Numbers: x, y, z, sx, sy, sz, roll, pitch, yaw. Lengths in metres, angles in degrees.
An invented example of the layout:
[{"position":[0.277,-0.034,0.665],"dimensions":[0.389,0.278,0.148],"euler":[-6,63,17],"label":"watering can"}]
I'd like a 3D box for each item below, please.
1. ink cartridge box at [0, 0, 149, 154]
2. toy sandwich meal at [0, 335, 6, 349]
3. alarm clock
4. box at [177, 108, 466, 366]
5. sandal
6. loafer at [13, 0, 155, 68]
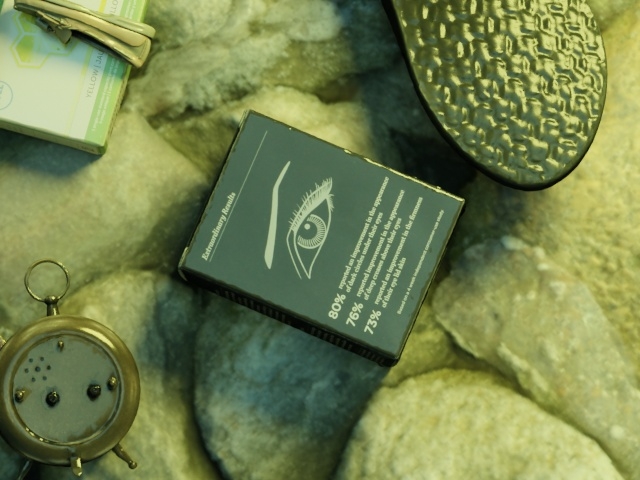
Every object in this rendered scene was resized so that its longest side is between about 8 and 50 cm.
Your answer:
[{"position":[-0.280,-0.188,1.718],"dimensions":[0.235,0.056,0.171],"euler":[15,83,-1],"label":"ink cartridge box"},{"position":[-0.309,0.112,1.687],"dimensions":[0.085,0.029,0.086],"euler":[0,82,-1],"label":"toy sandwich meal"},{"position":[-0.223,0.109,1.665],"dimensions":[0.129,0.064,0.192],"euler":[-9,82,-12],"label":"alarm clock"},{"position":[0.000,0.000,1.670],"dimensions":[0.207,0.108,0.153],"euler":[24,83,2],"label":"box"},{"position":[0.113,-0.235,1.719],"dimensions":[0.167,0.107,0.446],"euler":[-28,71,-4],"label":"sandal"},{"position":[-0.207,-0.182,1.671],"dimensions":[0.125,0.045,0.039],"euler":[16,89,-5],"label":"loafer"}]
